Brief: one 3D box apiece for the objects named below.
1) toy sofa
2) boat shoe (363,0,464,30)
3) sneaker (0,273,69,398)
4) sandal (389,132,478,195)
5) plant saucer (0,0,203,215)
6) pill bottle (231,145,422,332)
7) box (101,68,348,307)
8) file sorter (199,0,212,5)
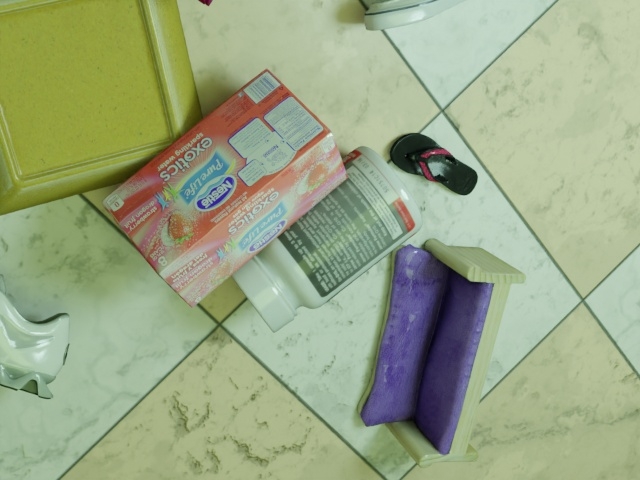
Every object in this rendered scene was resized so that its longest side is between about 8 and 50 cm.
[{"bbox_3d":[0.198,0.190,1.514,0.177,0.150,0.363,5,107,-24],"label":"toy sofa"},{"bbox_3d":[0.174,-0.391,1.330,0.267,0.096,0.088,-25,112,-13],"label":"boat shoe"},{"bbox_3d":[-0.507,0.102,1.235,0.330,0.122,0.146,22,81,-26],"label":"sneaker"},{"bbox_3d":[0.193,-0.123,1.461,0.179,0.040,0.067,23,99,-27],"label":"sandal"},{"bbox_3d":[-0.329,-0.215,1.200,0.332,0.081,0.333,-17,114,-16],"label":"plant saucer"},{"bbox_3d":[0.000,0.000,1.361,0.283,0.161,0.161,-37,118,-6],"label":"pill bottle"},{"bbox_3d":[-0.127,-0.071,1.252,0.300,0.154,0.142,-41,155,-7],"label":"box"},{"bbox_3d":[-0.200,-0.452,1.057,0.290,0.202,0.182,35,90,-10],"label":"file sorter"}]
